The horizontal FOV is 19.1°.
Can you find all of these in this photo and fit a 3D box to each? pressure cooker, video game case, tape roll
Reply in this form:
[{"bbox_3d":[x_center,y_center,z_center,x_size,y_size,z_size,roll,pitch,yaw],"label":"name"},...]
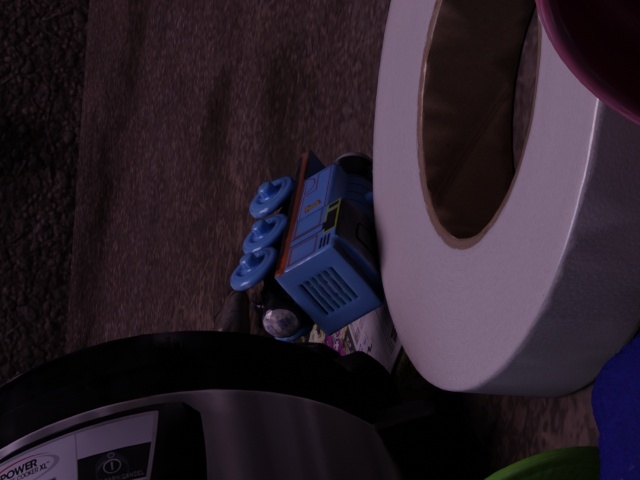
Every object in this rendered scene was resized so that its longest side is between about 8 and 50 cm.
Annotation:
[{"bbox_3d":[-0.094,0.266,1.268,0.420,0.369,0.375,-103,29,-41],"label":"pressure cooker"},{"bbox_3d":[0.034,0.082,1.488,0.232,0.041,0.210,-109,29,-54],"label":"video game case"},{"bbox_3d":[0.125,-0.097,1.186,0.392,0.072,0.392,-174,90,-74],"label":"tape roll"}]

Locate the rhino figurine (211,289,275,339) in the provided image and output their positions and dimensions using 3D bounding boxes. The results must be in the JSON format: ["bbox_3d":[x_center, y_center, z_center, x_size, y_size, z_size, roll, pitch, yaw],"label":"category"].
[{"bbox_3d":[-0.082,0.133,1.813,0.243,0.073,0.106,-103,27,-50],"label":"rhino figurine"}]

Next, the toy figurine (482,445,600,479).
[{"bbox_3d":[0.144,0.222,0.995,0.173,0.130,0.159,81,169,-47],"label":"toy figurine"}]

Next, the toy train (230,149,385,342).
[{"bbox_3d":[0.000,0.000,1.389,0.105,0.080,0.184,-28,25,24],"label":"toy train"}]

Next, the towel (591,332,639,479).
[{"bbox_3d":[0.213,0.156,0.830,0.228,0.076,0.308,129,143,-51],"label":"towel"}]

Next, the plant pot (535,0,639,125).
[{"bbox_3d":[0.196,-0.164,0.791,0.201,0.201,0.180,116,170,-50],"label":"plant pot"}]
